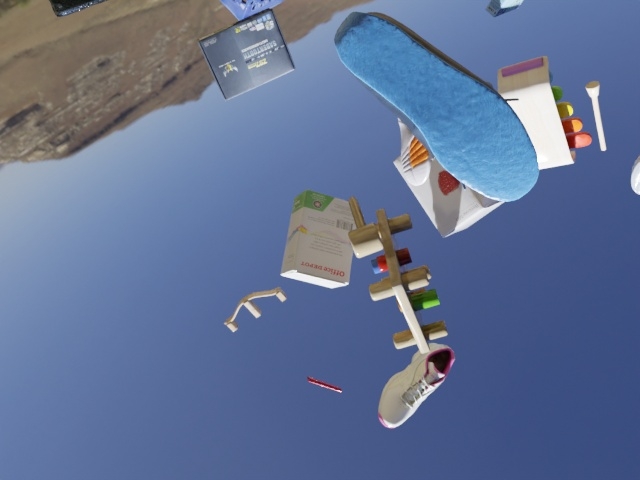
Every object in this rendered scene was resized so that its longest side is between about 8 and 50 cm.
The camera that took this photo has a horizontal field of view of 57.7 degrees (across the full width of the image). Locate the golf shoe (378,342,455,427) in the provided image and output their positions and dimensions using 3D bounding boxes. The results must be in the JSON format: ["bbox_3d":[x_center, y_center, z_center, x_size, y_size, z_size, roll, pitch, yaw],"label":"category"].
[{"bbox_3d":[0.284,0.419,1.713,0.306,0.115,0.140,-49,180,-20],"label":"golf shoe"}]

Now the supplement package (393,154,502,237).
[{"bbox_3d":[0.405,-0.188,1.820,0.175,0.292,0.177,-18,162,-48],"label":"supplement package"}]

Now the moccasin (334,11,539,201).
[{"bbox_3d":[0.175,-0.201,0.815,0.138,0.342,0.117,-42,-172,22],"label":"moccasin"}]

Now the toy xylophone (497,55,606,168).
[{"bbox_3d":[0.555,-0.288,1.401,0.237,0.322,0.081,-2,-132,26],"label":"toy xylophone"}]

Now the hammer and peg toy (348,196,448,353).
[{"bbox_3d":[0.171,0.050,1.304,0.128,0.361,0.265,-18,-140,11],"label":"hammer and peg toy"}]

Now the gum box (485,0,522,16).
[{"bbox_3d":[0.573,-0.739,1.660,0.157,0.041,0.184,-33,165,-39],"label":"gum box"}]

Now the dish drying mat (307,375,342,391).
[{"bbox_3d":[0.010,0.336,1.359,0.032,0.083,0.008,168,-59,-82],"label":"dish drying mat"}]

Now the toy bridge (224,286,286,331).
[{"bbox_3d":[-0.184,0.178,1.561,0.188,0.063,0.026,-32,-154,14],"label":"toy bridge"}]

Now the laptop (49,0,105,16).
[{"bbox_3d":[-0.453,-0.613,1.143,0.235,0.264,0.136,-15,-155,9],"label":"laptop"}]

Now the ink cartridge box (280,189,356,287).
[{"bbox_3d":[0.000,0.000,1.457,0.093,0.155,0.212,-25,-127,62],"label":"ink cartridge box"}]

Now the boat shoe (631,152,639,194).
[{"bbox_3d":[0.838,-0.235,1.389,0.109,0.302,0.094,20,-129,16],"label":"boat shoe"}]

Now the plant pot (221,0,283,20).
[{"bbox_3d":[-0.221,-0.884,1.847,0.236,0.236,0.212,-43,-179,-32],"label":"plant pot"}]

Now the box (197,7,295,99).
[{"bbox_3d":[-0.213,-0.539,1.686,0.233,0.183,0.059,-25,-151,-4],"label":"box"}]

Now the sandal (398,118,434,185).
[{"bbox_3d":[0.273,-0.284,1.580,0.076,0.265,0.102,-8,-178,-35],"label":"sandal"}]
